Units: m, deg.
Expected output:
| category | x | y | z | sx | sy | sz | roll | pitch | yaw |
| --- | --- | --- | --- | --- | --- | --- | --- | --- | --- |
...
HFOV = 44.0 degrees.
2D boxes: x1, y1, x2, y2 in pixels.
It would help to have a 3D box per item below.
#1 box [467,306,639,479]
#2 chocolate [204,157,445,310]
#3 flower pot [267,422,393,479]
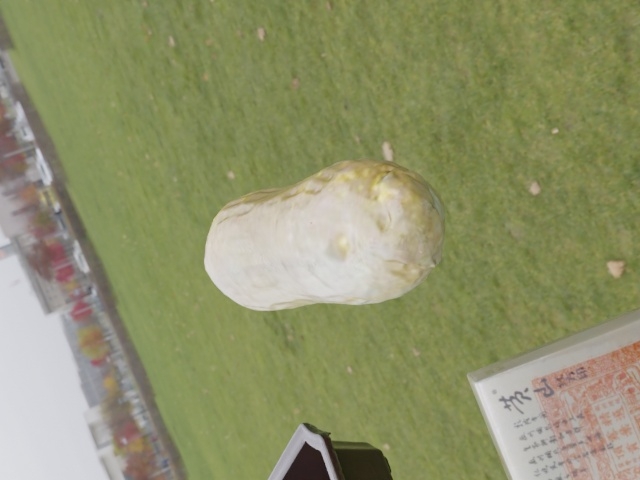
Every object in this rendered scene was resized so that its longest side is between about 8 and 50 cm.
| category | x | y | z | sx | sy | sz | roll | pitch | yaw |
| --- | --- | --- | --- | --- | --- | --- | --- | --- | --- |
| box | 0.223 | 0.124 | 0.557 | 0.058 | 0.201 | 0.141 | 23 | -133 | -85 |
| chocolate | 0.000 | 0.000 | 0.745 | 0.309 | 0.134 | 0.134 | -13 | 100 | 53 |
| flower pot | 0.016 | 0.306 | 0.822 | 0.179 | 0.084 | 0.251 | 66 | 147 | 35 |
